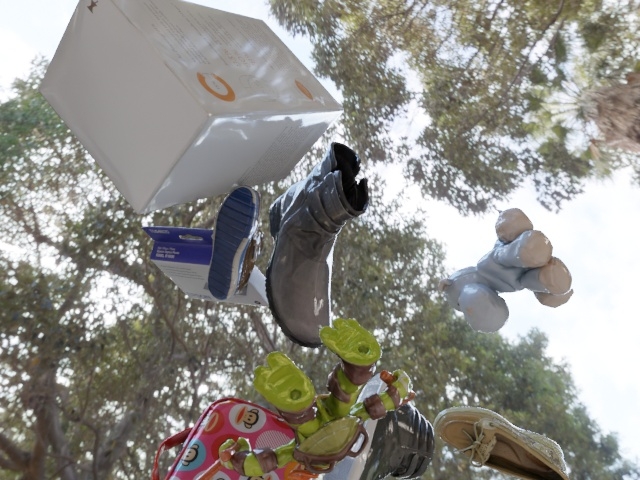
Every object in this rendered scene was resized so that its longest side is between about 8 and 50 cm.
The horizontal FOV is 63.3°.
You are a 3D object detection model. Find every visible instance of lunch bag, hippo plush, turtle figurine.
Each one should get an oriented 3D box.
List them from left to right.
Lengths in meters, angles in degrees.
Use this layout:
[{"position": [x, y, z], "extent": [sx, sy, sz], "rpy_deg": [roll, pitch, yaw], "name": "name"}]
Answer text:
[{"position": [-0.151, 0.400, 0.834], "extent": [0.258, 0.293, 0.120], "rpy_deg": [21, -57, 8], "name": "lunch bag"}, {"position": [-0.011, 0.182, 0.506], "extent": [0.269, 0.087, 0.217], "rpy_deg": [-16, -41, -13], "name": "turtle figurine"}, {"position": [0.381, 0.068, 1.161], "extent": [0.236, 0.294, 0.234], "rpy_deg": [-34, -51, 7], "name": "hippo plush"}]

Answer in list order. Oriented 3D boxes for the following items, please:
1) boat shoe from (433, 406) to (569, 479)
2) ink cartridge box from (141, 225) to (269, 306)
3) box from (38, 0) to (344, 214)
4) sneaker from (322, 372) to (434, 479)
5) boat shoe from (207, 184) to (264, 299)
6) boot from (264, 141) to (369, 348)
[{"position": [0.382, 0.437, 1.100], "extent": [0.285, 0.089, 0.104], "rpy_deg": [16, -73, 5], "name": "boat shoe"}, {"position": [-0.230, 0.057, 1.061], "extent": [0.223, 0.045, 0.224], "rpy_deg": [3, -35, 26], "name": "ink cartridge box"}, {"position": [-0.154, -0.196, 0.730], "extent": [0.215, 0.345, 0.168], "rpy_deg": [50, -61, 8], "name": "box"}, {"position": [0.102, 0.366, 0.838], "extent": [0.147, 0.296, 0.104], "rpy_deg": [39, -48, -4], "name": "sneaker"}, {"position": [-0.123, 0.000, 0.792], "extent": [0.066, 0.066, 0.183], "rpy_deg": [30, -67, 23], "name": "boat shoe"}, {"position": [0.000, 0.000, 0.921], "extent": [0.118, 0.338, 0.223], "rpy_deg": [10, -35, -35], "name": "boot"}]
